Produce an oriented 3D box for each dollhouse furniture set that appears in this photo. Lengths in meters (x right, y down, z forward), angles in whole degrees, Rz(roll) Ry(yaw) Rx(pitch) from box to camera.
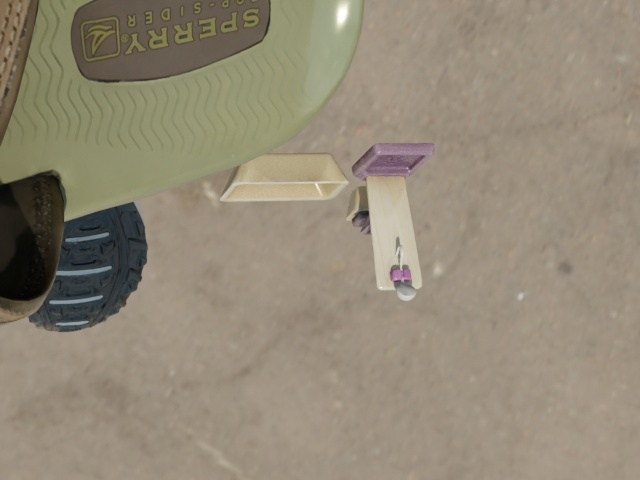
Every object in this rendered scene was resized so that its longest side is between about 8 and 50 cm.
[{"bbox_3d":[0.000,0.000,0.883,0.114,0.081,0.091,-1,164,-19],"label":"dollhouse furniture set"}]

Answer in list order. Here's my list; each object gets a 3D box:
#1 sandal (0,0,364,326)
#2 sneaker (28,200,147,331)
[{"bbox_3d":[-0.085,-0.030,0.368,0.086,0.302,0.120,25,128,37],"label":"sandal"},{"bbox_3d":[-0.190,-0.053,1.238,0.100,0.108,0.272,-5,118,-16],"label":"sneaker"}]
